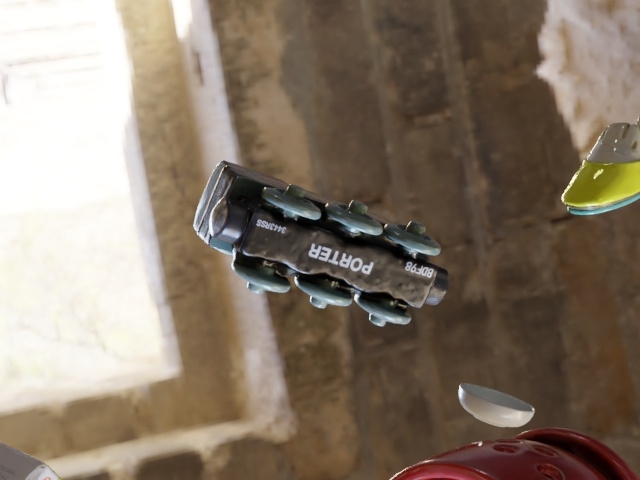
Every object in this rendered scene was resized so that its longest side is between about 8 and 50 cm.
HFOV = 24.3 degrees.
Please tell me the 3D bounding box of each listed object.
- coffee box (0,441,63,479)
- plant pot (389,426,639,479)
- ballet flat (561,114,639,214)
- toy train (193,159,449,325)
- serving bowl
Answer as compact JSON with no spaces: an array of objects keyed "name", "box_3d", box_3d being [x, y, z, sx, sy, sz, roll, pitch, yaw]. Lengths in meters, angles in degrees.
[{"name":"coffee box","box_3d":[-0.515,0.414,1.910,0.337,0.338,0.334,22,161,20]},{"name":"plant pot","box_3d":[0.155,0.239,1.126,0.191,0.174,0.191,11,106,42]},{"name":"ballet flat","box_3d":[0.322,-0.088,1.513,0.077,0.231,0.077,10,111,47]},{"name":"toy train","box_3d":[0.000,0.000,1.862,0.190,0.334,0.142,42,112,60]},{"name":"serving bowl","box_3d":[0.183,0.178,1.568,0.083,0.083,0.027,26,100,62]}]
